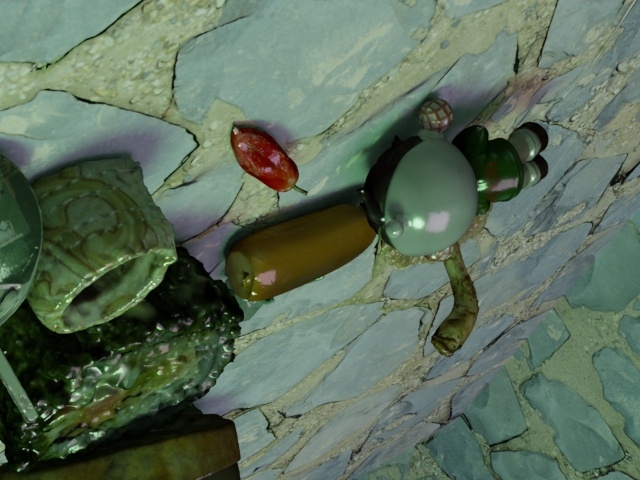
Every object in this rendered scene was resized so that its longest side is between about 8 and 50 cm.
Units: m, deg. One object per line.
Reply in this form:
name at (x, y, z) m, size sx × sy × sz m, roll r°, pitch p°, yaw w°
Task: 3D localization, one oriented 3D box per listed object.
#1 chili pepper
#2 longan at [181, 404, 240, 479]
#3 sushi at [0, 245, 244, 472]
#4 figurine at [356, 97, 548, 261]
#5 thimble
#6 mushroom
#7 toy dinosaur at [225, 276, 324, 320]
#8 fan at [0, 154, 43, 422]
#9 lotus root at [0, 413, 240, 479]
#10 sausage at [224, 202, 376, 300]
chili pepper at (-0.072, -0.105, 1.238) m, size 0.059 × 0.050 × 0.191 m, roll -36°, pitch 145°, yaw 8°
longan at (-0.291, 0.470, 1.799) m, size 0.300 × 0.243 × 0.300 m, roll -31°, pitch 127°, yaw -51°
sushi at (-0.281, 0.146, 1.267) m, size 0.351 × 0.178 × 0.294 m, roll -12°, pitch 146°, yaw -46°
figurine at (0.216, -0.090, 1.456) m, size 0.370 × 0.167 × 0.281 m, roll -22°, pitch 122°, yaw -30°
thimble at (-0.263, 0.001, 1.058) m, size 0.190 × 0.143 × 0.137 m, roll -32°, pitch 156°, yaw -10°
mushroom at (0.230, 0.043, 1.661) m, size 0.232 × 0.302 × 0.208 m, roll -8°, pitch 179°, yaw -26°
toy dinosaur at (-0.171, 0.113, 1.500) m, size 0.382 × 0.076 × 0.129 m, roll -21°, pitch 159°, yaw -6°
fan at (-0.388, 0.052, 0.918) m, size 0.223 × 0.012 × 0.295 m, roll -1°, pitch 97°, yaw -36°
lotus root at (-0.295, 0.344, 1.411) m, size 0.374 × 0.111 × 0.390 m, roll -12°, pitch 176°, yaw 21°
sausage at (-0.002, 0.003, 1.477) m, size 0.328 × 0.112 × 0.112 m, roll -23°, pitch 154°, yaw -33°
